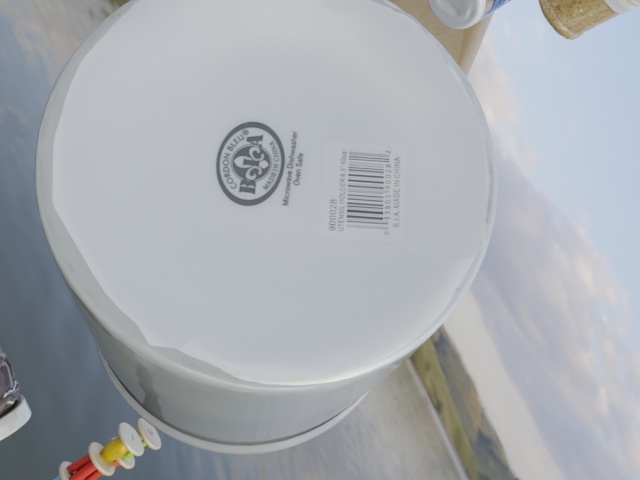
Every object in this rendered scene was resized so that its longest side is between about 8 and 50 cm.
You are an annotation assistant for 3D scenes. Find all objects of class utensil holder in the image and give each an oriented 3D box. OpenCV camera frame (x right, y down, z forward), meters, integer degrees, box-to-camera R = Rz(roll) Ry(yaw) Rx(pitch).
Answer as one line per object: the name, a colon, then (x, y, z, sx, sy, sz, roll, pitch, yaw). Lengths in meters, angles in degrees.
utensil holder: (-0.057, 0.005, 0.704, 0.385, 0.328, 0.327, 110, -42, -71)

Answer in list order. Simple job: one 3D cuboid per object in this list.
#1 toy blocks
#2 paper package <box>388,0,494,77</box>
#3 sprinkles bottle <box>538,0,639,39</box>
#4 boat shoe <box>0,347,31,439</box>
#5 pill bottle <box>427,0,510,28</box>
toy blocks: (-0.312, 0.317, 1.161, 0.054, 0.148, 0.123, 56, 3, 11)
paper package: (0.102, -0.352, 1.083, 0.325, 0.168, 0.309, 99, -15, -66)
sprinkles bottle: (0.485, -0.413, 1.157, 0.121, 0.355, 0.121, 17, 64, -38)
boat shoe: (-0.430, 0.194, 0.763, 0.324, 0.117, 0.096, -27, 107, -46)
pill bottle: (0.166, -0.262, 0.814, 0.067, 0.120, 0.067, 33, -37, 29)
